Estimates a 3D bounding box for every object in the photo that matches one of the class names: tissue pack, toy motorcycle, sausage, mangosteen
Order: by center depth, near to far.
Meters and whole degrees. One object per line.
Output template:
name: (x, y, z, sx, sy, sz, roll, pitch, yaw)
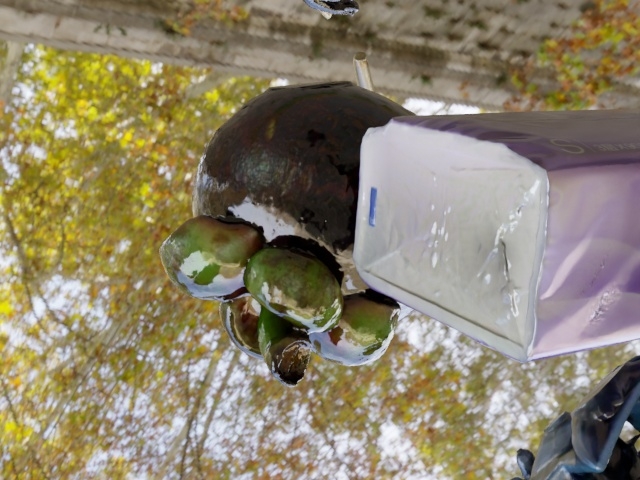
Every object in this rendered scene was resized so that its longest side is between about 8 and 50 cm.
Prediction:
tissue pack: (0.229, -0.027, 0.724, 0.338, 0.160, 0.242, -7, -162, -29)
toy motorcycle: (0.316, 0.213, 0.896, 0.172, 0.232, 0.416, 43, -117, 5)
mangosteen: (0.004, -0.019, 0.904, 0.311, 0.311, 0.311, 16, -130, -20)
sausage: (0.070, -0.224, 1.295, 0.024, 0.132, 0.024, -8, -131, 9)

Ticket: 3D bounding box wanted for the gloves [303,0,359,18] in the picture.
gloves: (-0.007, -0.367, 1.189, 0.106, 0.181, 0.129, -14, -120, -9)
